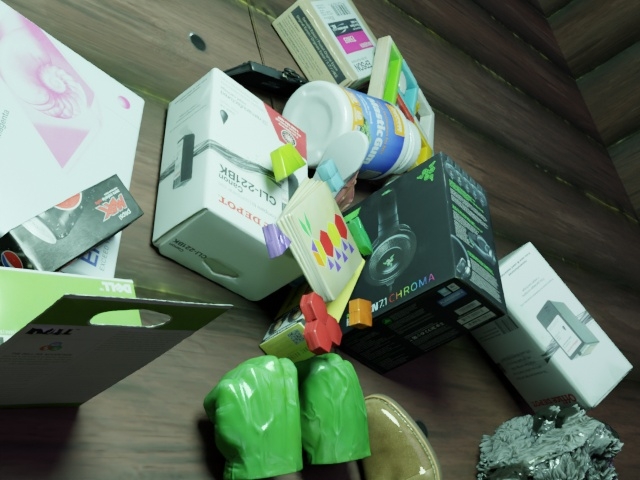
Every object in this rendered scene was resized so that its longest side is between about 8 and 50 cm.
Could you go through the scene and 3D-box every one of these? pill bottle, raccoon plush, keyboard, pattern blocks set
[{"bbox_3d":[0.067,-0.191,1.513,0.272,0.152,0.152,4,60,-52],"label":"pill bottle"},{"bbox_3d":[0.361,0.485,1.383,0.446,0.216,0.299,-27,100,-29],"label":"raccoon plush"},{"bbox_3d":[-0.074,-0.280,1.441,0.180,0.108,0.023,5,84,-52],"label":"keyboard"},{"bbox_3d":[0.000,0.000,1.167,0.285,0.026,0.325,68,22,-3],"label":"pattern blocks set"}]

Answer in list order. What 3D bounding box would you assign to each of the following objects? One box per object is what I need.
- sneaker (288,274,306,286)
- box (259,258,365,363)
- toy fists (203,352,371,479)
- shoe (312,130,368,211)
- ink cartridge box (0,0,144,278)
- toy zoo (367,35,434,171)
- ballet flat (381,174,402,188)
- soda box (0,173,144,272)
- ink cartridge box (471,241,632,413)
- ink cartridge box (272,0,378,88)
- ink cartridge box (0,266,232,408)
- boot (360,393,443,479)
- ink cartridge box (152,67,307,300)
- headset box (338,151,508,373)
[{"bbox_3d":[-0.048,-0.009,1.297,0.069,0.082,0.209,21,27,-25],"label":"sneaker"},{"bbox_3d":[-0.007,0.090,1.234,0.058,0.087,0.232,49,34,-13],"label":"box"},{"bbox_3d":[-0.037,0.219,1.071,0.279,0.096,0.142,8,74,-50],"label":"toy fists"},{"bbox_3d":[0.033,-0.108,1.383,0.063,0.178,0.081,40,24,16],"label":"shoe"},{"bbox_3d":[-0.365,-0.129,0.952,0.330,0.071,0.324,34,40,-36],"label":"ink cartridge box"},{"bbox_3d":[0.182,-0.259,1.757,0.293,0.030,0.192,51,41,-43],"label":"toy zoo"},{"bbox_3d":[0.162,-0.098,1.661,0.068,0.072,0.213,42,22,30],"label":"ballet flat"},{"bbox_3d":[-0.265,-0.010,0.878,0.060,0.053,0.169,56,35,-7],"label":"soda box"},{"bbox_3d":[0.396,0.173,1.541,0.121,0.211,0.289,-37,85,-19],"label":"ink cartridge box"},{"bbox_3d":[0.031,-0.398,1.704,0.193,0.088,0.234,55,31,-2],"label":"ink cartridge box"},{"bbox_3d":[-0.237,0.070,0.774,0.189,0.255,0.097,11,54,-50],"label":"ink cartridge box"},{"bbox_3d":[0.101,0.360,1.137,0.115,0.112,0.305,-1,67,-46],"label":"boot"},{"bbox_3d":[-0.121,-0.079,1.195,0.197,0.114,0.273,32,41,-36],"label":"ink cartridge box"},{"bbox_3d":[0.148,0.029,1.343,0.131,0.246,0.283,36,39,-32],"label":"headset box"}]
